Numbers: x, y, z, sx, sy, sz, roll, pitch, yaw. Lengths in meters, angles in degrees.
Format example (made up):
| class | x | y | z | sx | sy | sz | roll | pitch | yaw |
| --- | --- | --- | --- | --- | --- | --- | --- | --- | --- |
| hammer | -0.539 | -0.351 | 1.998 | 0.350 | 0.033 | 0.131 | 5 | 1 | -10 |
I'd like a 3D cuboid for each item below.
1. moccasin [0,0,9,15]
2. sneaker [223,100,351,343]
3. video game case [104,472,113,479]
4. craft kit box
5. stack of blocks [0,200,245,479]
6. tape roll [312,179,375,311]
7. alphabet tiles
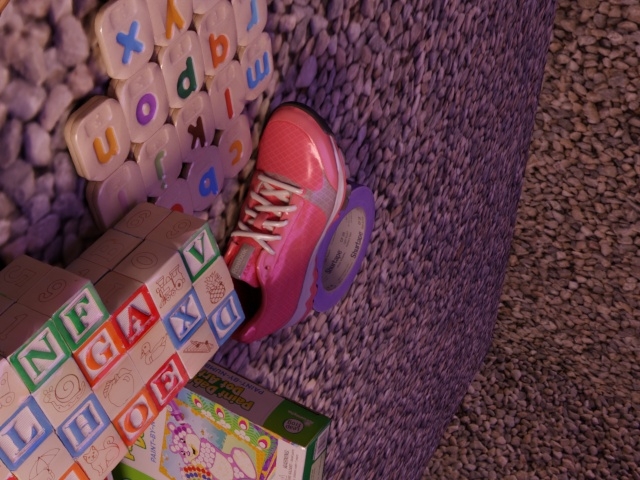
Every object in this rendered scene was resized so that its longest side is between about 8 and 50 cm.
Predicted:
| class | x | y | z | sx | sy | sz | roll | pitch | yaw |
| --- | --- | --- | --- | --- | --- | --- | --- | --- | --- |
| moccasin | -0.150 | -0.271 | 0.471 | 0.380 | 0.139 | 0.147 | -64 | 159 | -10 |
| sneaker | -0.053 | -0.006 | 0.970 | 0.136 | 0.116 | 0.314 | -33 | 139 | -53 |
| video game case | -0.298 | 0.291 | 0.738 | 0.285 | 0.025 | 0.204 | -41 | 134 | -48 |
| craft kit box | -0.117 | 0.240 | 0.867 | 0.061 | 0.246 | 0.250 | -37 | 142 | -48 |
| stack of blocks | -0.205 | 0.096 | 0.683 | 0.297 | 0.087 | 0.171 | -48 | 140 | -33 |
| tape roll | 0.000 | 0.000 | 1.144 | 0.189 | 0.080 | 0.189 | -48 | 151 | -39 |
| alphabet tiles | -0.133 | -0.139 | 0.786 | 0.284 | 0.021 | 0.278 | -53 | 153 | -34 |
